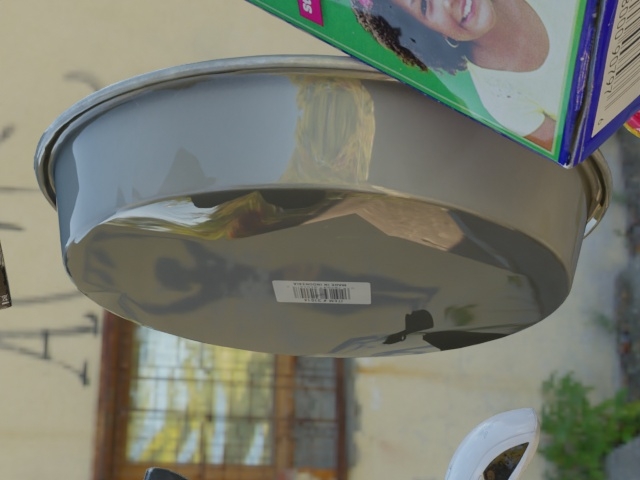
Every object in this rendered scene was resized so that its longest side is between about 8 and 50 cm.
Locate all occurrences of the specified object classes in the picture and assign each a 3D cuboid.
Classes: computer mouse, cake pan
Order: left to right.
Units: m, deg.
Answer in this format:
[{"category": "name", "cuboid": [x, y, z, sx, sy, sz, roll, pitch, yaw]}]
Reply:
[{"category": "cake pan", "cuboid": [0.000, 0.000, 0.646, 0.293, 0.293, 0.054, 111, 163, -68]}, {"category": "computer mouse", "cuboid": [0.107, 0.207, 1.006, 0.193, 0.042, 0.106, -60, 9, 12]}]

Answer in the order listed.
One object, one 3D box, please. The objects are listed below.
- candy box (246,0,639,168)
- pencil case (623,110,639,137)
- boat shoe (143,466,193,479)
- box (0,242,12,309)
[{"category": "candy box", "cuboid": [0.056, -0.204, 0.569, 0.268, 0.317, 0.122, -40, -34, -33]}, {"category": "pencil case", "cuboid": [0.217, -0.140, 0.712, 0.236, 0.104, 0.104, -74, -6, -53]}, {"category": "boat shoe", "cuboid": [-0.133, 0.257, 0.582, 0.335, 0.095, 0.112, -54, 5, -13]}, {"category": "box", "cuboid": [-0.321, -0.010, 0.872, 0.045, 0.190, 0.184, -119, 21, -47]}]
